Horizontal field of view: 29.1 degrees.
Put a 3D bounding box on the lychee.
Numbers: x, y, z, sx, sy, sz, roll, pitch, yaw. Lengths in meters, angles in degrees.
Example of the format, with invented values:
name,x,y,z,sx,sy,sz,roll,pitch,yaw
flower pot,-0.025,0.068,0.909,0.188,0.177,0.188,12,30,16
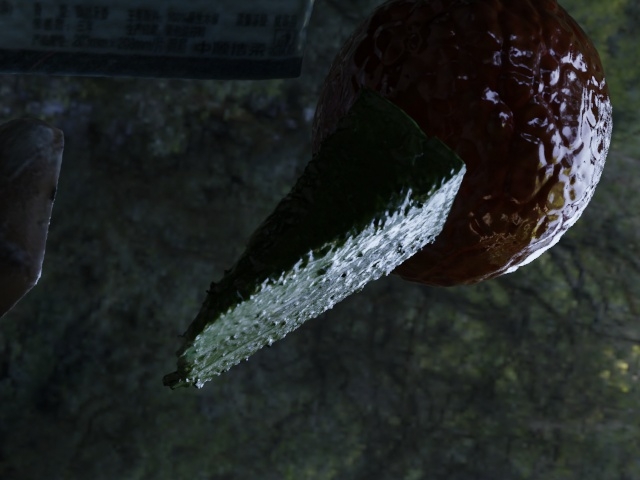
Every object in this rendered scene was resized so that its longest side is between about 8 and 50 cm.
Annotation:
name,x,y,z,sx,sy,sz,roll,pitch,yaw
lychee,0.117,-0.081,1.007,0.255,0.300,0.255,-17,-133,19

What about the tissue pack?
name,x,y,z,sx,sy,sz,roll,pitch,yaw
tissue pack,-0.177,-0.212,0.913,0.228,0.316,0.103,-108,-156,-47

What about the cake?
name,x,y,z,sx,sy,sz,roll,pitch,yaw
cake,0.001,0.018,0.823,0.235,0.099,0.100,-53,169,-30

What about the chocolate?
name,x,y,z,sx,sy,sz,roll,pitch,yaw
chocolate,-0.328,-0.023,1.175,0.157,0.080,0.254,-39,-147,29
